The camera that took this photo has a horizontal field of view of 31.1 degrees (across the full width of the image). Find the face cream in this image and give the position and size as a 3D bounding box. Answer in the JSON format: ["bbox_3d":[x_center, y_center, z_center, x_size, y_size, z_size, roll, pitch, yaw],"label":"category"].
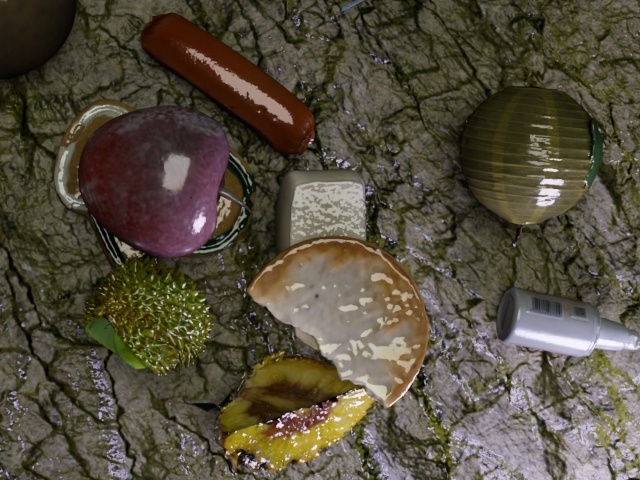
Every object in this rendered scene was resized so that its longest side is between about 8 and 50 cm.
[{"bbox_3d":[0.443,0.153,2.027,0.252,0.101,0.101,12,81,-10],"label":"face cream"}]

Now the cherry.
[{"bbox_3d":[-0.243,-0.095,1.807,0.285,0.213,0.236,19,71,2],"label":"cherry"}]

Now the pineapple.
[{"bbox_3d":[-0.071,0.288,1.907,0.334,0.161,0.158,-23,49,-29],"label":"pineapple"}]

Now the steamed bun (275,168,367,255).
[{"bbox_3d":[0.000,0.000,1.923,0.146,0.164,0.241,-2,98,-10],"label":"steamed bun"}]

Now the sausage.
[{"bbox_3d":[-0.154,-0.272,1.962,0.348,0.094,0.097,36,75,-4],"label":"sausage"}]

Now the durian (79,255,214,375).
[{"bbox_3d":[-0.270,0.124,1.828,0.176,0.237,0.200,-39,87,-20],"label":"durian"}]

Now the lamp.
[{"bbox_3d":[0.358,-0.124,1.972,0.250,0.250,0.284,4,96,-10],"label":"lamp"}]

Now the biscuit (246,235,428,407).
[{"bbox_3d":[0.052,0.106,1.839,0.309,0.040,0.204,40,90,-9],"label":"biscuit"}]

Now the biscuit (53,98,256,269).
[{"bbox_3d":[-0.286,-0.073,1.933,0.344,0.057,0.287,23,80,-7],"label":"biscuit"}]

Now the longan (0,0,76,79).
[{"bbox_3d":[-0.510,-0.382,1.829,0.258,0.258,0.258,1,83,-11],"label":"longan"}]

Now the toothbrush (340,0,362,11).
[{"bbox_3d":[0.105,-0.455,2.075,0.167,0.011,0.014,-30,85,-13],"label":"toothbrush"}]
